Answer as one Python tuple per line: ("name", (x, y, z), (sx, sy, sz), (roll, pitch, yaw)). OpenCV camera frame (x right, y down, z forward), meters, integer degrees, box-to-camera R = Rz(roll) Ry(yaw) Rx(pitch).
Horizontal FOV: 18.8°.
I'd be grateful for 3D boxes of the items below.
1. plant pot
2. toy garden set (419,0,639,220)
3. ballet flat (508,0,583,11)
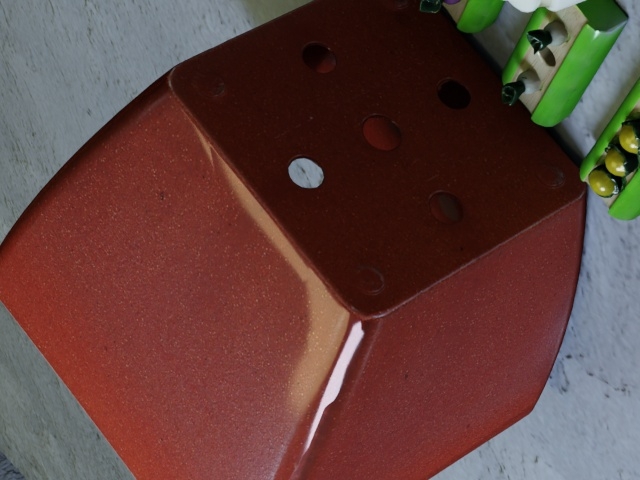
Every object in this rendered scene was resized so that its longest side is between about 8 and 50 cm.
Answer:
("plant pot", (0.000, 0.000, 1.139), (0.267, 0.267, 0.236), (50, 146, 16))
("toy garden set", (0.142, -0.086, 0.958), (0.244, 0.049, 0.204), (52, 159, 13))
("ballet flat", (0.070, -0.155, 0.771), (0.342, 0.116, 0.124), (-145, 36, -73))
